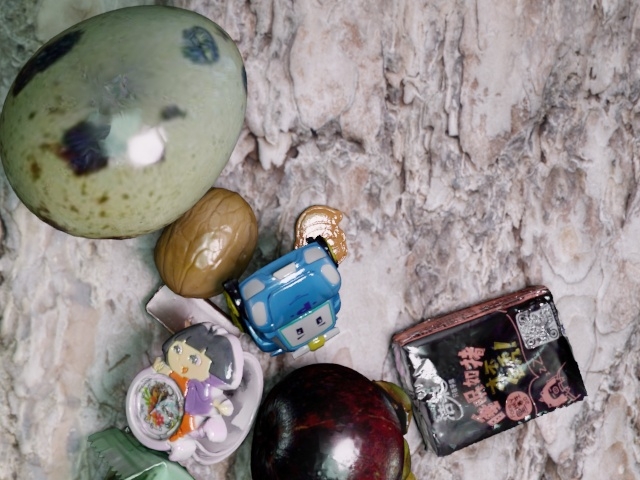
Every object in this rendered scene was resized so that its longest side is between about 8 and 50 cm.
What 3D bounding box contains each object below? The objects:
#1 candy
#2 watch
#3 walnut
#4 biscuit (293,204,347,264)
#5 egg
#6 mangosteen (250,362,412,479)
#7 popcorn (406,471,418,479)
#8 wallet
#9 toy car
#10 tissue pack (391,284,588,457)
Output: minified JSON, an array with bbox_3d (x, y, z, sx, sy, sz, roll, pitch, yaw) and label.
[{"bbox_3d":[-0.263,0.522,1.763,0.172,0.263,0.397,-16,97,-19],"label":"candy"},{"bbox_3d":[-0.182,0.256,1.752,0.196,0.231,0.244,19,93,32],"label":"watch"},{"bbox_3d":[-0.194,0.004,1.786,0.167,0.167,0.207,32,79,-13],"label":"walnut"},{"bbox_3d":[0.000,0.000,1.904,0.102,0.019,0.130,-3,96,-11],"label":"biscuit"},{"bbox_3d":[-0.306,-0.194,1.656,0.428,0.345,0.345,-41,101,-8],"label":"egg"},{"bbox_3d":[0.027,0.370,1.807,0.300,0.300,0.300,-1,95,-12],"label":"mangosteen"},{"bbox_3d":[0.146,0.493,1.928,0.126,0.126,0.145,-5,82,-37],"label":"popcorn"},{"bbox_3d":[-0.227,0.141,1.861,0.176,0.026,0.095,40,84,-17],"label":"wallet"},{"bbox_3d":[-0.047,0.112,1.760,0.198,0.314,0.166,-30,78,-10],"label":"toy car"},{"bbox_3d":[0.312,0.239,1.943,0.332,0.123,0.245,-19,93,-13],"label":"tissue pack"}]
